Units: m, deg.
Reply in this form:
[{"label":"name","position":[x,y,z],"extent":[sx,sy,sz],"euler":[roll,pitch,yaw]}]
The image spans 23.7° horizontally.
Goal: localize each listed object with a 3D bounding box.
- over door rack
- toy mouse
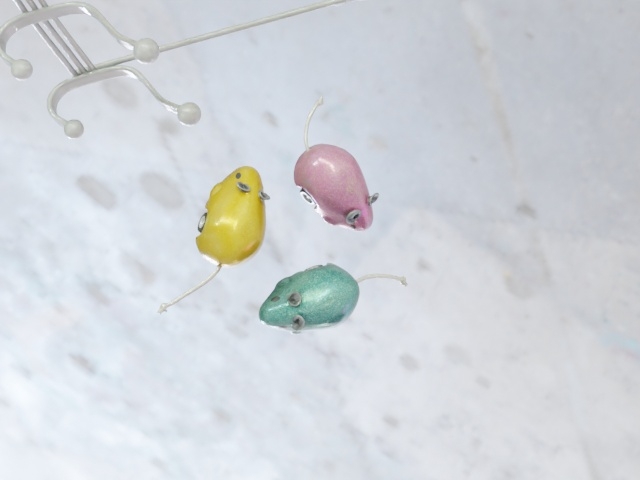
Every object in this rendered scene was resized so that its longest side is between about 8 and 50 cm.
[{"label":"over door rack","position":[-0.115,-0.206,1.251],"extent":[0.239,0.324,0.108],"euler":[59,-172,-62]},{"label":"toy mouse","position":[0.000,0.000,0.916],"extent":[0.143,0.161,0.031],"euler":[27,168,-22]}]
